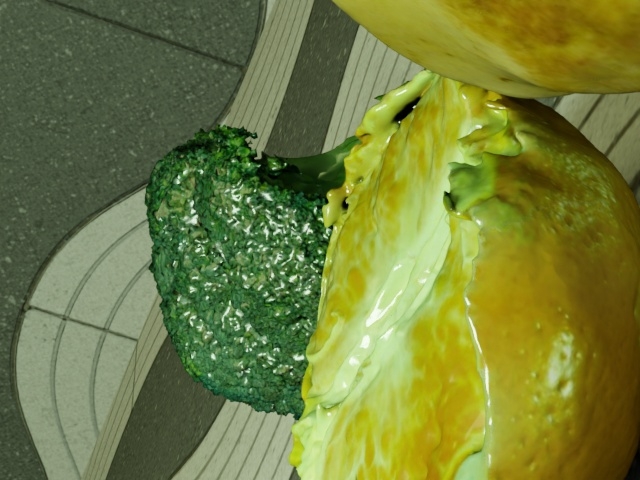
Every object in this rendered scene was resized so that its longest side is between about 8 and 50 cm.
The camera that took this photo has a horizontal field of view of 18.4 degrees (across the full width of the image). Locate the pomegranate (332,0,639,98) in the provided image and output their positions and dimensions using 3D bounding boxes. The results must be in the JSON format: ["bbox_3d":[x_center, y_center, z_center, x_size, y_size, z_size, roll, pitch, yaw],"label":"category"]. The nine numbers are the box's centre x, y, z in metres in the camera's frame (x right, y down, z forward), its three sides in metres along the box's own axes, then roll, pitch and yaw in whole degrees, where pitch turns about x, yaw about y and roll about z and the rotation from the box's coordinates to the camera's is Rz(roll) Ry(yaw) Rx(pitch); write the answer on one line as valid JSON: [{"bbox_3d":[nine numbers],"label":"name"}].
[{"bbox_3d":[0.133,-0.232,1.029,0.332,0.332,0.332,-162,90,-78],"label":"pomegranate"}]

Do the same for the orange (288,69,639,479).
[{"bbox_3d":[0.090,0.053,1.120,0.334,0.196,0.262,-87,4,-64],"label":"orange"}]

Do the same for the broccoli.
[{"bbox_3d":[0.000,0.000,1.555,0.297,0.297,0.297,-46,10,-6],"label":"broccoli"}]
